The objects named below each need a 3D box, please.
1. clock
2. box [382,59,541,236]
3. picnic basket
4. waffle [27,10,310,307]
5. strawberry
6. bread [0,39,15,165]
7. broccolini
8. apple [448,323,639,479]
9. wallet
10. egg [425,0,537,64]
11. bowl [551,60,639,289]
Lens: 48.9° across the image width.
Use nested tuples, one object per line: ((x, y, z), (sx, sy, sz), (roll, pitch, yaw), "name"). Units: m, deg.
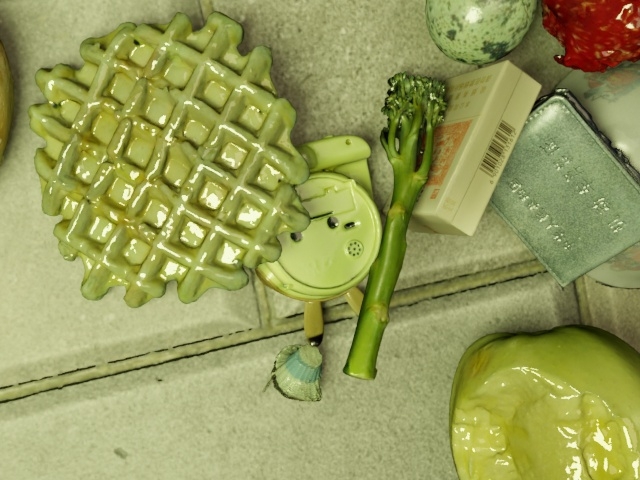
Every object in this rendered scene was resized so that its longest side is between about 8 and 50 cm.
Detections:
((0.000, 0.000, 0.832), (0.169, 0.069, 0.232), (-17, 95, -16), "clock")
((0.166, -0.107, 0.847), (0.058, 0.141, 0.201), (28, 84, -20), "box")
((-0.028, 0.161, 0.833), (0.065, 0.083, 0.083), (9, 132, -18), "picnic basket")
((-0.163, -0.086, 0.752), (0.291, 0.056, 0.310), (-13, 90, 4), "waffle")
((0.375, -0.338, 0.849), (0.220, 0.274, 0.274), (11, 86, 26), "strawberry")
((-0.442, -0.133, 0.652), (0.305, 0.158, 0.306), (0, 90, -18), "bread")
((0.078, -0.027, 0.796), (0.078, 0.074, 0.392), (5, 63, 24), "broccolini")
((0.286, 0.229, 0.826), (0.278, 0.279, 0.280), (0, 90, -17), "apple")
((0.299, -0.061, 0.878), (0.222, 0.167, 0.036), (49, 33, -5), "wallet")
((0.199, -0.296, 0.861), (0.132, 0.132, 0.172), (28, 70, -15), "egg")
((0.467, -0.101, 0.931), (0.345, 0.157, 0.346), (0, 90, -16), "bowl")
